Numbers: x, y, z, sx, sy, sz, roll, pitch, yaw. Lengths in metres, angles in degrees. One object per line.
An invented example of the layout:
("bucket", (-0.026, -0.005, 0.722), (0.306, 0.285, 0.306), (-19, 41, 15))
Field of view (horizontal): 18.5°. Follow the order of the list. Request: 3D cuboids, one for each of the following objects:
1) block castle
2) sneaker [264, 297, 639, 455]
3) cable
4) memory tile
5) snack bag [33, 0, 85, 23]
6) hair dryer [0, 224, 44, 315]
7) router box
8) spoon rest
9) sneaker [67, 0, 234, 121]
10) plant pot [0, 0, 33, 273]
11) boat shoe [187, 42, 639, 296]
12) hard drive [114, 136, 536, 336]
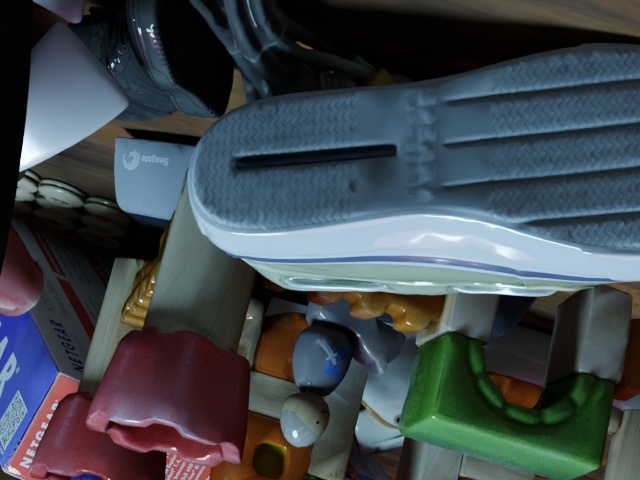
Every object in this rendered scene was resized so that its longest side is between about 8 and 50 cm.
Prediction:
("block castle", (0.066, 0.143, 1.197), (0.453, 0.213, 0.303), (18, 162, -13))
("sneaker", (0.092, 0.116, 1.448), (0.290, 0.123, 0.106), (15, 163, 10))
("cable", (-0.012, -0.102, 0.982), (0.139, 0.072, 0.287), (22, 159, 46))
("memory tile", (-0.218, -0.032, 1.507), (0.148, 0.012, 0.113), (21, 165, -7))
("snack bag", (-0.248, -0.213, 0.864), (0.342, 0.037, 0.323), (21, 165, -8))
("hair dryer", (-0.255, -0.067, 1.100), (0.293, 0.080, 0.223), (52, -168, -16))
("router box", (-0.123, 0.113, 1.493), (0.301, 0.082, 0.335), (25, -169, -27))
("spoon rest", (-0.193, -0.079, 1.083), (0.137, 0.084, 0.276), (49, 166, -21))
("sneaker", (-0.101, -0.101, 1.049), (0.089, 0.051, 0.170), (12, 166, 15))
("plant pot", (-0.228, -0.092, 0.880), (0.188, 0.167, 0.187), (16, 166, 14))
("boat shoe", (0.089, -0.025, 0.925), (0.302, 0.109, 0.094), (1, 159, 20))
("hard drive", (0.000, 0.000, 1.274), (0.255, 0.054, 0.172), (11, 163, 28))
